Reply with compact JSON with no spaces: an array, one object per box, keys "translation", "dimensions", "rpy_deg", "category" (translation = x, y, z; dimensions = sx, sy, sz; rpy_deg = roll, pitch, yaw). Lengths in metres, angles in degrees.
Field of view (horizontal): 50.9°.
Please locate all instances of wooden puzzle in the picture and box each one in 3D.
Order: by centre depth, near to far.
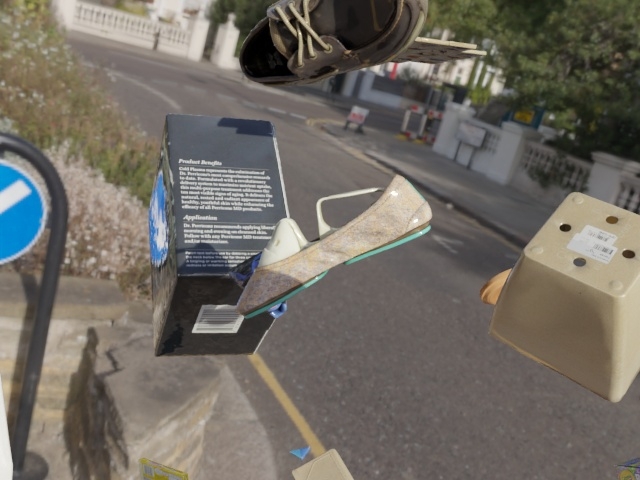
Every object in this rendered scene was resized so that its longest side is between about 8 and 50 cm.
[{"translation":[0.005,0.335,0.942],"dimensions":[0.079,0.014,0.116],"rpy_deg":[-18,42,-10],"category":"wooden puzzle"}]

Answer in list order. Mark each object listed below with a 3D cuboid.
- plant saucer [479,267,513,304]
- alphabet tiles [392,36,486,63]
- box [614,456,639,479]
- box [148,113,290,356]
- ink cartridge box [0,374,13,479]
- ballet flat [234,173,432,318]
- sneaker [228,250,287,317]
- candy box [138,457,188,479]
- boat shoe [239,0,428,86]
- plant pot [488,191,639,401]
[{"translation":[0.253,0.062,0.893],"dimensions":[0.084,0.083,0.013],"rpy_deg":[5,51,-33],"category":"plant saucer"},{"translation":[0.153,-0.385,1.360],"dimensions":[0.285,0.011,0.342],"rpy_deg":[1,9,-18],"category":"alphabet tiles"},{"translation":[0.685,0.406,1.065],"dimensions":[0.279,0.176,0.290],"rpy_deg":[-15,-14,-5],"category":"box"},{"translation":[-0.283,0.003,1.784],"dimensions":[0.298,0.479,0.471],"rpy_deg":[3,57,-19],"category":"box"},{"translation":[-0.470,0.316,0.666],"dimensions":[0.308,0.384,0.091],"rpy_deg":[-5,-13,-38],"category":"ink cartridge box"},{"translation":[0.000,0.000,0.956],"dimensions":[0.316,0.106,0.107],"rpy_deg":[-27,6,8],"category":"ballet flat"},{"translation":[-0.102,0.085,1.243],"dimensions":[0.087,0.083,0.221],"rpy_deg":[58,1,21],"category":"sneaker"},{"translation":[-0.494,0.761,2.123],"dimensions":[0.206,0.105,0.027],"rpy_deg":[5,16,34],"category":"candy box"},{"translation":[0.001,-0.263,0.866],"dimensions":[0.130,0.132,0.355],"rpy_deg":[-27,7,-26],"category":"boat shoe"},{"translation":[0.198,0.030,0.495],"dimensions":[0.109,0.096,0.109],"rpy_deg":[29,61,33],"category":"plant pot"}]
